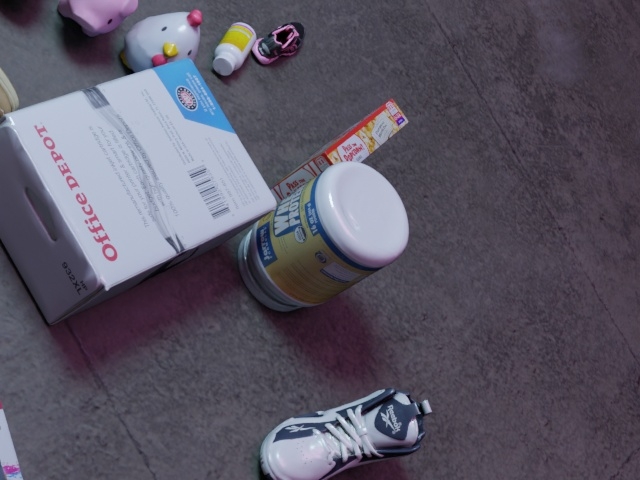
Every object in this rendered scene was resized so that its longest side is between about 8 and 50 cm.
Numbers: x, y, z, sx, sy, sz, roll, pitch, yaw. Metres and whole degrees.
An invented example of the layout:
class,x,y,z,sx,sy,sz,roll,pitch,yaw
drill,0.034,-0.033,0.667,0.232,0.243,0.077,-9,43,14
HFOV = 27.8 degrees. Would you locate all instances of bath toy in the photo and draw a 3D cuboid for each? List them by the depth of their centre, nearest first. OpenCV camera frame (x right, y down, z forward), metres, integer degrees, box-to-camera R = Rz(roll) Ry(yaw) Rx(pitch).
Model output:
class,x,y,z,sx,sy,sz,roll,pitch,yaw
bath toy,-0.291,-0.325,1.644,0.348,0.129,0.151,37,45,-23

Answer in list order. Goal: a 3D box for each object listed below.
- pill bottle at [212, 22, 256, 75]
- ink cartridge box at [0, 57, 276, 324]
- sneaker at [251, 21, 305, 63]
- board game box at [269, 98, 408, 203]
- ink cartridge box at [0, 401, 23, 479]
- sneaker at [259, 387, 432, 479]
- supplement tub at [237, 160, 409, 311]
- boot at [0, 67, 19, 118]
class,x,y,z,sx,sy,sz,roll,pitch,yaw
pill bottle,-0.124,-0.270,1.831,0.043,0.043,0.083,42,43,-17
ink cartridge box,-0.234,-0.065,1.538,0.307,0.129,0.223,-28,87,-48
sneaker,-0.050,-0.300,1.910,0.047,0.057,0.119,52,41,-4
board game box,0.020,-0.112,1.796,0.045,0.147,0.193,54,41,-5
ink cartridge box,-0.370,0.235,1.230,0.128,0.127,0.176,-7,72,-46
sneaker,0.046,0.238,1.603,0.235,0.153,0.094,0,64,-44
supplement tub,0.000,0.000,1.668,0.144,0.200,0.144,24,51,-33
boot,-0.463,-0.156,1.404,0.262,0.095,0.203,45,51,-40
